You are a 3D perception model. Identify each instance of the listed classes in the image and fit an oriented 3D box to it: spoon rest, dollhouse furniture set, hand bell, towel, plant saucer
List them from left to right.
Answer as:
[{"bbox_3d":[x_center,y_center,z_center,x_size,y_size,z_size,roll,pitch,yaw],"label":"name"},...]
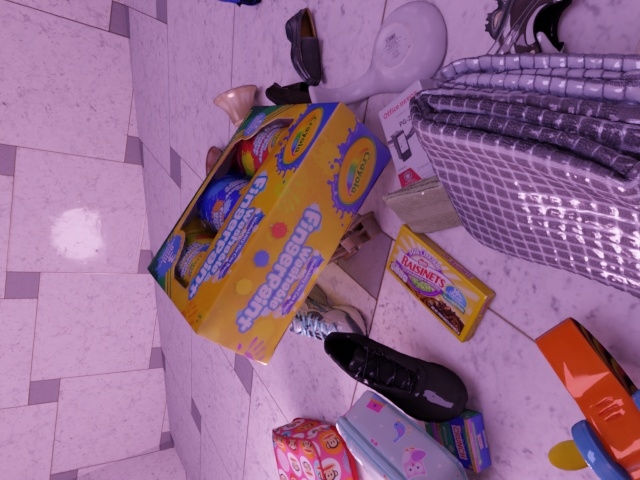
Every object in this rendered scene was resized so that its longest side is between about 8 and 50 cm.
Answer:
[{"bbox_3d":[-0.339,-0.220,1.523,0.198,0.036,0.199,24,119,53],"label":"plant saucer"},{"bbox_3d":[-0.189,-0.287,1.236,0.126,0.126,0.242,-10,104,58],"label":"hand bell"},{"bbox_3d":[0.000,0.000,0.906,0.101,0.181,0.161,58,144,9],"label":"dollhouse furniture set"},{"bbox_3d":[0.100,-0.305,0.791,0.276,0.084,0.137,-17,86,44],"label":"spoon rest"},{"bbox_3d":[0.177,-0.053,0.716,0.148,0.110,0.027,-16,43,55],"label":"towel"},{"bbox_3d":[0.245,-0.065,0.480,0.283,0.121,0.235,32,166,50],"label":"towel"}]

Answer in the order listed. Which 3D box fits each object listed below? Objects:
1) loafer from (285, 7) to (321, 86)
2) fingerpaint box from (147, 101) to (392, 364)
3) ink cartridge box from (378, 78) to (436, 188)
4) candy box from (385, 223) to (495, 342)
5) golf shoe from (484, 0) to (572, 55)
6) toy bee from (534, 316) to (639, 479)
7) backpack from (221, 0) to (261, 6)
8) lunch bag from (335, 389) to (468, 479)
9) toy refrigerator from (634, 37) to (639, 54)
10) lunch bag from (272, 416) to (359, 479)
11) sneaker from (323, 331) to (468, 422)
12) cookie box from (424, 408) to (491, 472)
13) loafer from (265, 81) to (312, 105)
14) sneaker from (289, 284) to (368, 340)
[{"bbox_3d":[-0.030,-0.415,0.962,0.061,0.062,0.170,-28,76,52],"label":"loafer"},{"bbox_3d":[-0.126,-0.048,0.896,0.371,0.163,0.445,24,81,55],"label":"fingerpaint box"},{"bbox_3d":[0.165,-0.166,0.724,0.109,0.063,0.151,-28,77,57],"label":"ink cartridge box"},{"bbox_3d":[0.197,0.068,0.779,0.206,0.027,0.105,47,132,40],"label":"candy box"},{"bbox_3d":[0.248,-0.219,0.570,0.094,0.077,0.198,36,130,47],"label":"golf shoe"},{"bbox_3d":[0.352,0.237,0.491,0.195,0.162,0.298,-28,43,41],"label":"toy bee"},{"bbox_3d":[-0.219,-0.643,1.131,0.101,0.120,0.098,19,115,54],"label":"backpack"},{"bbox_3d":[0.148,0.400,0.783,0.224,0.108,0.279,25,149,48],"label":"lunch bag"},{"bbox_3d":[0.354,-0.246,0.372,0.094,0.102,0.270,33,127,49],"label":"toy refrigerator"},{"bbox_3d":[-0.014,0.619,1.187,0.293,0.120,0.258,-23,80,57],"label":"lunch bag"},{"bbox_3d":[0.119,0.240,0.809,0.286,0.130,0.109,11,73,41],"label":"sneaker"},{"bbox_3d":[0.236,0.339,0.787,0.107,0.040,0.092,-12,88,57],"label":"cookie box"},{"bbox_3d":[-0.048,-0.319,1.018,0.078,0.080,0.220,-55,47,9],"label":"loafer"},{"bbox_3d":[-0.007,0.196,1.043,0.283,0.122,0.110,23,118,49],"label":"sneaker"}]
